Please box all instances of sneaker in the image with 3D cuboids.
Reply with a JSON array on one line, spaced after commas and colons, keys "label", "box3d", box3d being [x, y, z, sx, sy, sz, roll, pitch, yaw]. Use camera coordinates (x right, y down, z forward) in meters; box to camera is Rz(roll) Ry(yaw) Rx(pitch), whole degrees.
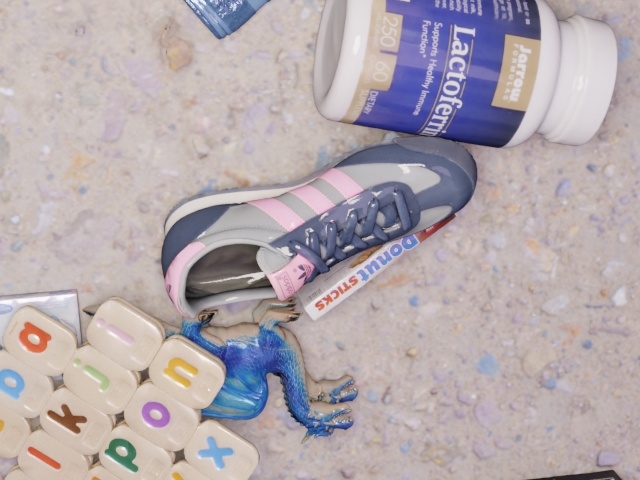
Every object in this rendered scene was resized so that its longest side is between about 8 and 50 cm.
[{"label": "sneaker", "box3d": [0.000, 0.000, 1.247, 0.319, 0.131, 0.112, -17, 127, 13]}]

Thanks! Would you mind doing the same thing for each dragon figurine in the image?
[{"label": "dragon figurine", "box3d": [-0.095, 0.130, 1.327, 0.289, 0.085, 0.144, 2, 104, -12]}]

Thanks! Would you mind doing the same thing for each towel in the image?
[{"label": "towel", "box3d": [-0.072, -0.253, 1.260, 0.119, 0.029, 0.067, -41, 108, 2]}]

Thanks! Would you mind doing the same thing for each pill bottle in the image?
[{"label": "pill bottle", "box3d": [0.136, -0.171, 1.253, 0.264, 0.153, 0.153, 8, 103, -12]}]

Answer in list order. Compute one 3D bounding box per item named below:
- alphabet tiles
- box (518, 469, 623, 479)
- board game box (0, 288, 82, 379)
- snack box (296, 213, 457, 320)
[{"label": "alphabet tiles", "box3d": [-0.211, 0.196, 1.306, 0.278, 0.021, 0.284, 31, 114, -2]}, {"label": "box", "box3d": [0.235, 0.400, 1.469, 0.216, 0.060, 0.270, -4, 105, -8]}, {"label": "board game box", "box3d": [-0.286, 0.097, 1.319, 0.090, 0.020, 0.090, -4, 107, -9]}, {"label": "snack box", "box3d": [0.054, 0.013, 1.333, 0.178, 0.064, 0.022, -36, 108, 1]}]
